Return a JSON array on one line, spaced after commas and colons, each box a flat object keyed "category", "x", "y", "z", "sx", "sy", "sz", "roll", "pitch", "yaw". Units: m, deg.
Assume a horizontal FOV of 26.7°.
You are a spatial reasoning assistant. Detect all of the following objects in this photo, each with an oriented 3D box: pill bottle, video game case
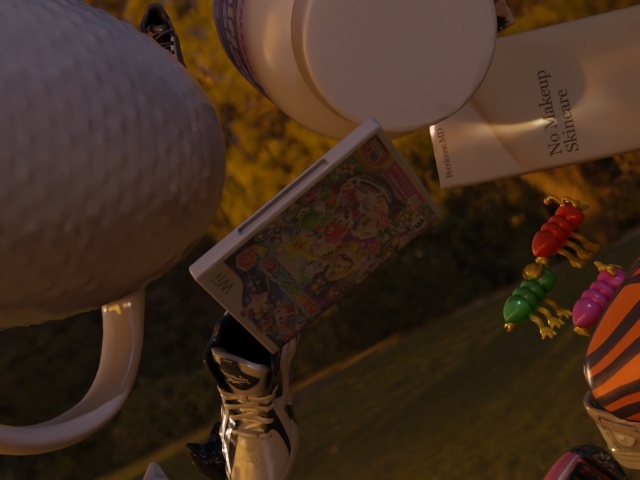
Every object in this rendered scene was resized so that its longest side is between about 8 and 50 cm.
[{"category": "pill bottle", "x": 0.020, "y": -0.161, "z": 0.960, "sx": 0.169, "sy": 0.169, "sz": 0.301, "roll": -30, "pitch": 17, "yaw": -3}, {"category": "video game case", "x": 0.000, "y": 0.000, "z": 0.711, "sx": 0.122, "sy": 0.011, "sz": 0.087, "roll": -40, "pitch": -42, "yaw": 1}]

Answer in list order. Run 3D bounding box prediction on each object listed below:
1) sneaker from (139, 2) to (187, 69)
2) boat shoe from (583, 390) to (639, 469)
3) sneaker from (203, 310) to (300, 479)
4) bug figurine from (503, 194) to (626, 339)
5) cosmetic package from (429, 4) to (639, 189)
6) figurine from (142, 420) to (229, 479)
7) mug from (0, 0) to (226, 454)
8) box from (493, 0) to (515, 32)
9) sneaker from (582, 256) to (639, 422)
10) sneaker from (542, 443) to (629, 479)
[{"category": "sneaker", "x": -0.191, "y": -0.221, "z": 1.598, "sx": 0.061, "sy": 0.158, "sz": 0.065, "roll": -12, "pitch": -39, "yaw": -13}, {"category": "boat shoe", "x": 0.413, "y": 0.185, "z": 1.467, "sx": 0.109, "sy": 0.098, "sz": 0.302, "roll": -50, "pitch": 18, "yaw": -30}, {"category": "sneaker", "x": -0.080, "y": 0.166, "z": 1.449, "sx": 0.094, "sy": 0.235, "sz": 0.153, "roll": 10, "pitch": -3, "yaw": 18}, {"category": "bug figurine", "x": 0.327, "y": 0.027, "z": 1.614, "sx": 0.216, "sy": 0.072, "sz": 0.279, "roll": -50, "pitch": 28, "yaw": -23}, {"category": "cosmetic package", "x": 0.277, "y": -0.163, "z": 1.511, "sx": 0.309, "sy": 0.160, "sz": 0.113, "roll": -13, "pitch": 2, "yaw": 13}, {"category": "figurine", "x": -0.143, "y": 0.355, "z": 1.690, "sx": 0.092, "sy": 0.209, "sz": 0.215, "roll": -28, "pitch": -2, "yaw": 37}, {"category": "mug", "x": -0.242, "y": -0.018, "z": 1.068, "sx": 0.276, "sy": 0.374, "sz": 0.328, "roll": -10, "pitch": -7, "yaw": 40}, {"category": "box", "x": 0.150, "y": -0.289, "z": 1.885, "sx": 0.232, "sy": 0.087, "sz": 0.058, "roll": -30, "pitch": 38, "yaw": 4}, {"category": "sneaker", "x": 0.271, "y": 0.023, "z": 0.839, "sx": 0.321, "sy": 0.125, "sz": 0.180, "roll": -43, "pitch": -14, "yaw": 30}, {"category": "sneaker", "x": 0.158, "y": 0.297, "z": 1.067, "sx": 0.136, "sy": 0.116, "sz": 0.314, "roll": -20, "pitch": 35, "yaw": 47}]
